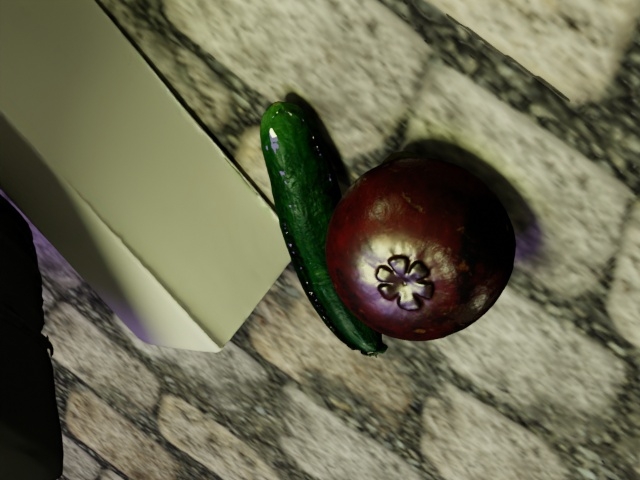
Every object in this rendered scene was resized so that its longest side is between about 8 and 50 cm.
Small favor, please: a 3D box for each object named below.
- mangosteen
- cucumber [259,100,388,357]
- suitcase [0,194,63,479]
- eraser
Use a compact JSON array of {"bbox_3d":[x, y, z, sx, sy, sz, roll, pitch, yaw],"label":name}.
[{"bbox_3d":[0.043,0.002,0.797,0.081,0.081,0.081,31,156,16],"label":"mangosteen"},{"bbox_3d":[0.000,0.000,0.898,0.033,0.036,0.184,35,158,33],"label":"cucumber"},{"bbox_3d":[-0.317,0.066,0.856,0.339,0.345,0.188,47,-155,-61],"label":"suitcase"},{"bbox_3d":[-0.135,-0.073,0.907,0.078,0.076,0.298,3,139,54],"label":"eraser"}]
